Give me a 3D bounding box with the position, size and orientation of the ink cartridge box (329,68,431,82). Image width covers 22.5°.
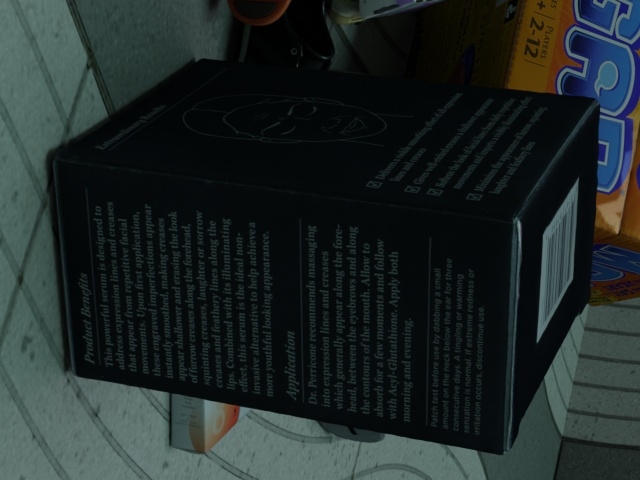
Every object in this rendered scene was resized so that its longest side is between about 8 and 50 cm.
[{"bbox_3d":[0.055,-0.135,1.760,0.235,0.193,0.088,1,97,-71],"label":"ink cartridge box"}]

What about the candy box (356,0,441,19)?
[{"bbox_3d":[0.085,-0.347,1.863,0.196,0.070,0.165,-28,102,-67],"label":"candy box"}]

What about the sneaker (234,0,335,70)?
[{"bbox_3d":[-0.036,-0.168,1.606,0.084,0.097,0.234,2,90,-40],"label":"sneaker"}]

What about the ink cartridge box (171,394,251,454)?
[{"bbox_3d":[-0.103,0.107,1.640,0.145,0.045,0.179,-39,136,-63],"label":"ink cartridge box"}]

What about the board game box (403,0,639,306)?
[{"bbox_3d":[0.321,-0.148,2.053,0.356,0.356,0.356,159,-54,-68],"label":"board game box"}]

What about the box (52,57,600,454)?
[{"bbox_3d":[0.015,-0.004,1.395,0.293,0.395,0.212,-46,140,-58],"label":"box"}]

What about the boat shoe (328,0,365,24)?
[{"bbox_3d":[0.040,-0.277,1.888,0.045,0.050,0.135,-62,166,18],"label":"boat shoe"}]

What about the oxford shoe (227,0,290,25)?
[{"bbox_3d":[-0.031,-0.331,1.589,0.098,0.097,0.271,47,53,-71],"label":"oxford shoe"}]

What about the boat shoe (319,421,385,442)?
[{"bbox_3d":[0.029,0.143,1.953,0.335,0.121,0.119,81,16,-66],"label":"boat shoe"}]
